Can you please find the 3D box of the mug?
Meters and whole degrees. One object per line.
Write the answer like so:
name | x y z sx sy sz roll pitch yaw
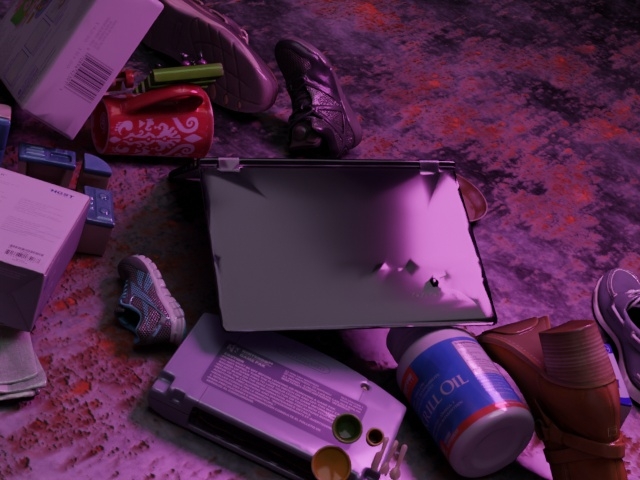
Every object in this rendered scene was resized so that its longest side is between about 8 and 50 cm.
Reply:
mug | -0.264 -0.198 1.921 0.169 0.150 0.113 -4 36 -28

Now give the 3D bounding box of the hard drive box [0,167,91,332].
hard drive box | -0.409 -0.001 1.543 0.181 0.089 0.232 18 26 -4

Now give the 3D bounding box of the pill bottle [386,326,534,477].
pill bottle | 0.176 0.194 1.621 0.124 0.124 0.221 -1 38 -32

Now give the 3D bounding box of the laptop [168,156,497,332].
laptop | 0.000 0.000 1.779 0.381 0.236 0.408 0 -1 -17

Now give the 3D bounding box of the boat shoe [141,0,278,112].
boat shoe | -0.186 -0.355 2.205 0.130 0.132 0.355 -18 51 -45

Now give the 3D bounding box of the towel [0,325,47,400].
towel | -0.503 0.100 1.439 0.324 0.038 0.248 2 37 -28

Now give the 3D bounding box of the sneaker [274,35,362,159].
sneaker | -0.023 -0.237 2.102 0.130 0.087 0.228 -42 108 -49

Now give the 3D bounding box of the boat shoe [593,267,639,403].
boat shoe | 0.514 0.130 1.934 0.116 0.099 0.319 16 33 -9

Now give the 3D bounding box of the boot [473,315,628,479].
boot | 0.307 0.216 1.627 0.109 0.220 0.283 -15 3 -26

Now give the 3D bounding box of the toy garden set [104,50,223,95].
toy garden set | -0.279 -0.260 1.955 0.203 0.049 0.244 -8 1 -17

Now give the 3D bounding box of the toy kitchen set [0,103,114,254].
toy kitchen set | -0.389 -0.085 1.697 0.207 0.122 0.166 9 34 -19

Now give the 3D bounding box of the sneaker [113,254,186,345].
sneaker | -0.239 0.078 1.607 0.076 0.065 0.166 -12 40 -29

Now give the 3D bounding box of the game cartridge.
game cartridge | -0.047 0.203 1.544 0.297 0.062 0.198 25 28 5

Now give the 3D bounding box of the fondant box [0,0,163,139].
fondant box | -0.383 -0.318 1.850 0.096 0.238 0.330 32 6 -34

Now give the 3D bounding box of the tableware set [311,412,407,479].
tableware set | 0.035 0.283 1.426 0.104 0.024 0.154 24 68 2

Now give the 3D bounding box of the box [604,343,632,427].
box | 0.365 0.205 1.763 0.126 0.072 0.137 13 34 -13

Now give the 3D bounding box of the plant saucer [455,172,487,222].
plant saucer | 0.206 -0.075 2.120 0.168 0.029 0.168 15 33 -10
